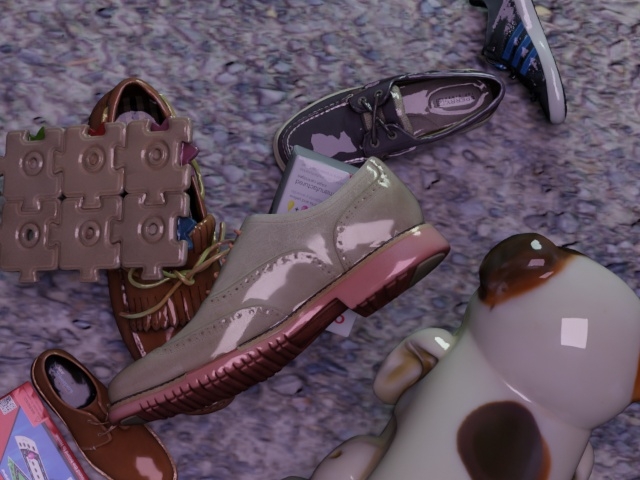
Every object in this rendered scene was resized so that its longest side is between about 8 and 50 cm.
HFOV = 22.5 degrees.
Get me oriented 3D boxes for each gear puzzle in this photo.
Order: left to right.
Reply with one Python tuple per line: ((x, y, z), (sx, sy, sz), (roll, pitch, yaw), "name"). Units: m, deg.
((-0.277, -0.039, 1.750), (0.338, 0.044, 0.176), (-2, 82, 26), "gear puzzle")

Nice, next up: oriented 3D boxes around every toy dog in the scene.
((0.176, 0.186, 1.703), (0.284, 0.395, 0.408), (36, 84, 7), "toy dog")

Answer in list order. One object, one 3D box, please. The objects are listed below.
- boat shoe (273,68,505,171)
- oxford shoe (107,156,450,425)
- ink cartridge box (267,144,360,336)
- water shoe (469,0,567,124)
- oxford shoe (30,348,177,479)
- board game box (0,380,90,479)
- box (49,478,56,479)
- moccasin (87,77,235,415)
((0.083, -0.146, 1.889), (0.285, 0.092, 0.103), (-15, 84, -12), "boat shoe")
((-0.065, 0.059, 1.694), (0.397, 0.140, 0.147), (-30, 78, -4), "oxford shoe")
((0.000, 0.000, 1.806), (0.128, 0.127, 0.176), (19, 98, -6), "ink cartridge box")
((0.238, -0.227, 1.955), (0.080, 0.073, 0.203), (-20, 79, 9), "water shoe")
((-0.240, 0.204, 1.776), (0.212, 0.076, 0.076), (44, 74, -2), "oxford shoe")
((-0.310, 0.312, 1.768), (0.145, 0.027, 0.281), (-32, 87, -13), "board game box")
((-0.301, 0.358, 1.725), (0.105, 0.043, 0.179), (-20, 82, -13), "box")
((-0.168, 0.006, 1.787), (0.139, 0.147, 0.380), (-7, 81, -12), "moccasin")
